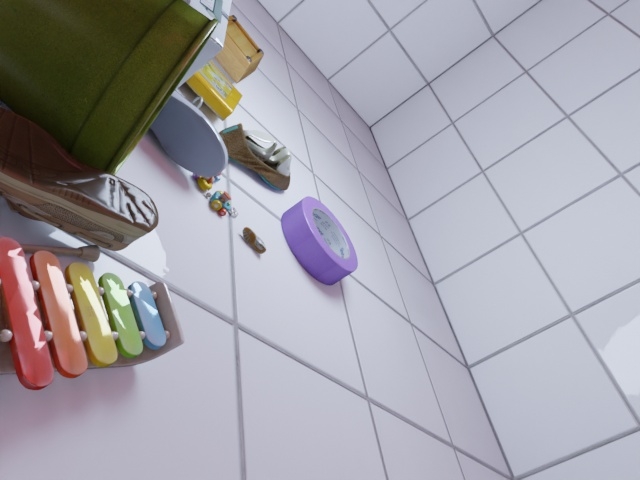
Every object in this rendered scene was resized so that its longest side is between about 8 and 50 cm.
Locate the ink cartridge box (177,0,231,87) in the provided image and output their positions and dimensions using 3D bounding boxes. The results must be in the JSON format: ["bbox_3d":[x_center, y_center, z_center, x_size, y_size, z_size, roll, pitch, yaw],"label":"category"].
[{"bbox_3d":[-0.347,-0.565,1.382,0.121,0.211,0.289,33,45,-37],"label":"ink cartridge box"}]

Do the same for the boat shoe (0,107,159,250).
[{"bbox_3d":[-0.407,-0.075,0.771,0.341,0.110,0.121,35,32,-38],"label":"boat shoe"}]

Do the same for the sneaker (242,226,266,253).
[{"bbox_3d":[-0.171,-0.002,1.357,0.083,0.032,0.037,54,6,-18],"label":"sneaker"}]

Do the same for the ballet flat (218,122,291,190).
[{"bbox_3d":[-0.167,-0.256,1.610,0.342,0.124,0.116,31,32,-49],"label":"ballet flat"}]

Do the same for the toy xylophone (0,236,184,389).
[{"bbox_3d":[-0.348,0.085,0.741,0.236,0.081,0.323,61,20,14],"label":"toy xylophone"}]

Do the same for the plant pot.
[{"bbox_3d":[-0.423,-0.335,0.897,0.353,0.366,0.366,35,27,-21],"label":"plant pot"}]

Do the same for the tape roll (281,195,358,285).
[{"bbox_3d":[0.000,0.000,1.647,0.275,0.090,0.275,46,22,-24],"label":"tape roll"}]

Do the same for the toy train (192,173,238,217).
[{"bbox_3d":[-0.256,-0.138,1.342,0.166,0.046,0.125,59,21,8],"label":"toy train"}]

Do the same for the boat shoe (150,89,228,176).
[{"bbox_3d":[-0.360,-0.308,1.273,0.367,0.136,0.156,40,20,-13],"label":"boat shoe"}]

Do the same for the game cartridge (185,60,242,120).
[{"bbox_3d":[-0.376,-0.529,1.621,0.323,0.053,0.285,48,15,-21],"label":"game cartridge"}]

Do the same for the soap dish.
[{"bbox_3d":[-0.329,-0.710,1.950,0.229,0.118,0.291,50,22,-16],"label":"soap dish"}]
